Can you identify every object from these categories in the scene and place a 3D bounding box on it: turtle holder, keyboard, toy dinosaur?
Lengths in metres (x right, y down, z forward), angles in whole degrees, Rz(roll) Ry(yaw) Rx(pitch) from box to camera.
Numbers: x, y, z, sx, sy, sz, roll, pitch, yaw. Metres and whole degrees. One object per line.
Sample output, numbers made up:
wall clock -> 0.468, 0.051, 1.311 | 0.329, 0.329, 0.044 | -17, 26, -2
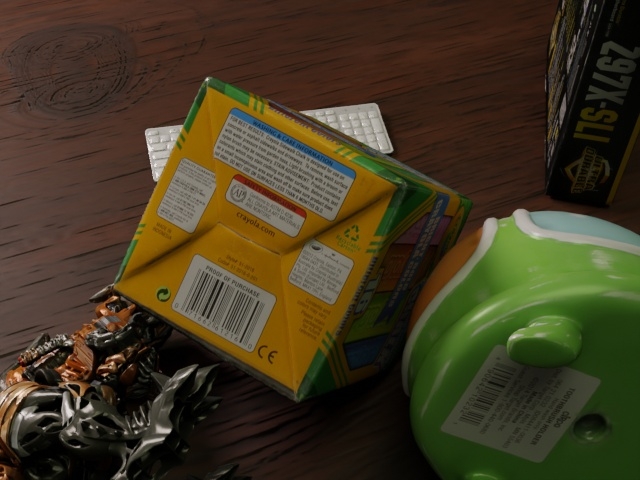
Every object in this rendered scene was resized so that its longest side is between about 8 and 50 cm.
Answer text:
turtle holder -> 0.222, 0.088, 0.805 | 0.320, 0.243, 0.227 | -6, 32, 1
keyboard -> -0.053, -0.104, 1.090 | 0.256, 0.014, 0.072 | -8, 50, -12
toy dinosaur -> -0.181, 0.159, 0.795 | 0.218, 0.164, 0.322 | 13, 66, 25

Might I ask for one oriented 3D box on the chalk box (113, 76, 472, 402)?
chalk box -> 0.000, 0.000, 0.858 | 0.180, 0.179, 0.289 | 28, 9, 17

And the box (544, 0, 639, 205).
box -> 0.294, -0.236, 1.033 | 0.079, 0.322, 0.257 | 10, 49, 5
